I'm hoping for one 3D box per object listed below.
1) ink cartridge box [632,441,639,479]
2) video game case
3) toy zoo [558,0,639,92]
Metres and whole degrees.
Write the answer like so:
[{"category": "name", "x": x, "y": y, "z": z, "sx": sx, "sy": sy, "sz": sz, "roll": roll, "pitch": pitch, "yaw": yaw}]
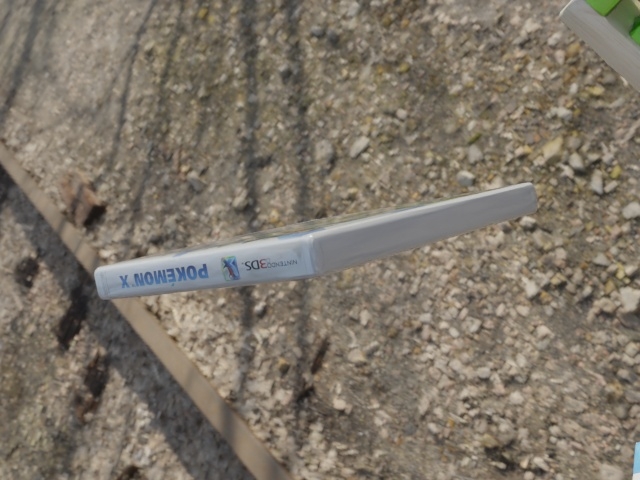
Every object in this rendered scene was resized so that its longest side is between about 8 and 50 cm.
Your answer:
[{"category": "ink cartridge box", "x": 0.295, "y": 0.225, "z": 0.575, "sx": 0.092, "sy": 0.090, "sz": 0.143, "roll": -49, "pitch": 18, "yaw": 58}, {"category": "video game case", "x": 0.000, "y": 0.000, "z": 0.751, "sx": 0.300, "sy": 0.329, "sz": 0.036, "roll": -9, "pitch": 93, "yaw": 44}, {"category": "toy zoo", "x": 0.227, "y": -0.100, "z": 0.209, "sx": 0.030, "sy": 0.192, "sz": 0.293, "roll": -45, "pitch": -4, "yaw": -34}]
